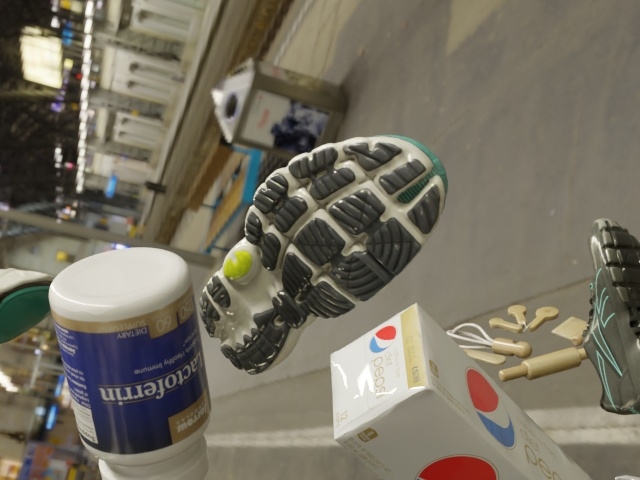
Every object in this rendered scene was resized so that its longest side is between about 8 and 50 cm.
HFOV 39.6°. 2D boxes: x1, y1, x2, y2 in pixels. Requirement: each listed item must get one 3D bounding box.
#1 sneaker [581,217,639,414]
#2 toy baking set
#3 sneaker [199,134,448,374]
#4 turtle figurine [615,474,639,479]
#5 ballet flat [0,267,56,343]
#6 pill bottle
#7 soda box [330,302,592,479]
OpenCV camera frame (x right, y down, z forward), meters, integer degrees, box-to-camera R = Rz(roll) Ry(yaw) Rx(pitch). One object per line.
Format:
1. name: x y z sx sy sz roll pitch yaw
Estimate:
1. sneaker: 0.388 0.102 1.181 0.106 0.101 0.267 -31 61 49
2. toy baking set: 0.294 0.160 1.355 0.197 0.256 0.030 -141 40 -65
3. sneaker: 0.000 0.000 0.655 0.110 0.107 0.275 -38 -2 -41
4. turtle figurine: 0.473 0.374 0.997 0.274 0.266 0.197 128 151 -66
5. ballet flat: -0.549 0.107 1.362 0.400 0.139 0.139 -39 -30 -67
6. pill bottle: -0.204 0.154 0.997 0.153 0.153 0.264 -106 10 -66
7. soda box: 0.099 0.139 0.560 0.069 0.216 0.074 -35 29 22
